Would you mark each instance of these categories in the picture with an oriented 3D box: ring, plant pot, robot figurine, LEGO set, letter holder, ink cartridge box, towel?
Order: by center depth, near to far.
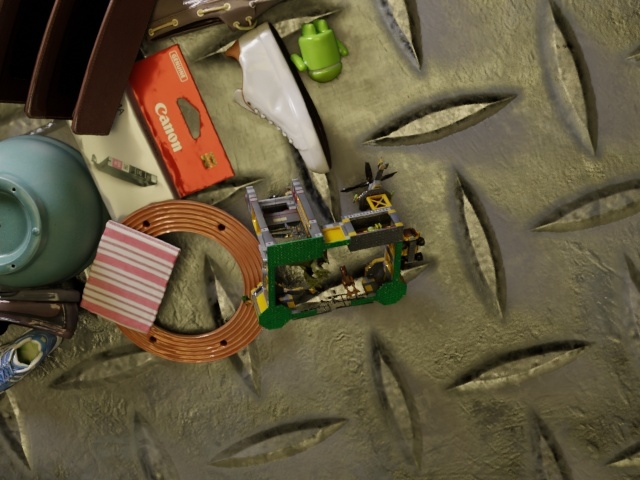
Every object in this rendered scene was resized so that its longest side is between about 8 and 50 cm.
[{"bbox_3d":[-0.412,-0.339,1.308,0.152,0.214,0.302,25,102,10],"label":"letter holder"},{"bbox_3d":[0.000,-0.335,1.430,0.101,0.067,0.115,-26,116,-19],"label":"robot figurine"},{"bbox_3d":[0.000,0.000,1.435,0.331,0.192,0.255,-16,134,-6],"label":"LEGO set"},{"bbox_3d":[-0.552,-0.040,1.447,0.293,0.196,0.293,0,100,2],"label":"plant pot"},{"bbox_3d":[-0.323,-0.193,1.481,0.238,0.060,0.275,-22,98,7],"label":"ink cartridge box"},{"bbox_3d":[-0.353,0.069,1.481,0.144,0.029,0.197,23,112,-4],"label":"towel"},{"bbox_3d":[-0.252,0.080,1.510,0.336,0.032,0.337,1,113,2],"label":"ring"}]

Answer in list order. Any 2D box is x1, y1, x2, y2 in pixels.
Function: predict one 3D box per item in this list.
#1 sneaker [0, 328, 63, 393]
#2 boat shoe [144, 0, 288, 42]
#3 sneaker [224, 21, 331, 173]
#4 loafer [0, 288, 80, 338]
[{"bbox_3d":[-0.599,0.234,1.553,0.211,0.081,0.080,-41,97,10],"label":"sneaker"},{"bbox_3d":[-0.165,-0.415,1.408,0.324,0.116,0.097,-5,100,8],"label":"boat shoe"},{"bbox_3d":[-0.079,-0.238,1.446,0.123,0.106,0.290,-26,87,11],"label":"sneaker"},{"bbox_3d":[-0.594,0.142,1.500,0.302,0.109,0.095,-4,85,15],"label":"loafer"}]
